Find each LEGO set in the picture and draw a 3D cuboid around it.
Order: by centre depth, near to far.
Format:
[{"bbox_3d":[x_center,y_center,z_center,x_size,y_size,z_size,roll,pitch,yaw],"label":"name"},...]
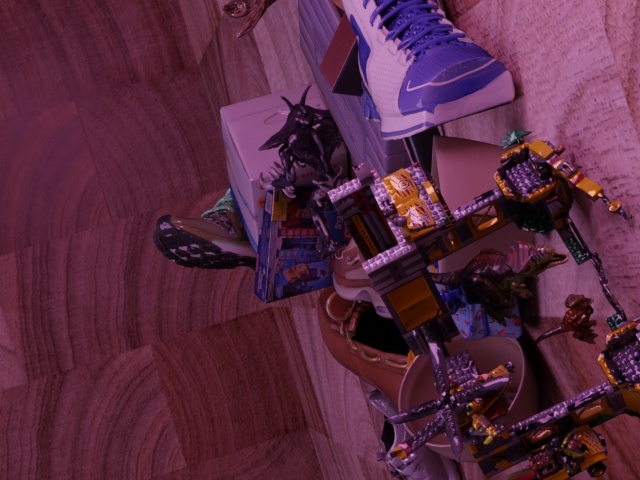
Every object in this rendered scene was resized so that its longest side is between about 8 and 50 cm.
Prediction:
[{"bbox_3d":[0.152,0.033,1.227,0.192,0.255,0.331,58,-166,-54],"label":"LEGO set"}]

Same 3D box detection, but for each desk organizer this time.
[{"bbox_3d":[0.047,-0.245,1.767,0.130,0.047,0.050,-63,38,33],"label":"desk organizer"}]

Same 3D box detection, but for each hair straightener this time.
[{"bbox_3d":[0.140,-0.070,1.717,0.089,0.047,0.230,-170,63,-79],"label":"hair straightener"}]

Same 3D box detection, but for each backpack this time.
[{"bbox_3d":[0.160,0.033,1.591,0.158,0.117,0.173,-119,13,-54],"label":"backpack"}]

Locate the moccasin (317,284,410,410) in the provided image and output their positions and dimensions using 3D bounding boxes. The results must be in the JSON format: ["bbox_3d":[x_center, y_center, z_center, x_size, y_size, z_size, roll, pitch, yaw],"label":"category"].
[{"bbox_3d":[0.089,0.136,2.090,0.380,0.139,0.147,-129,25,-65],"label":"moccasin"}]

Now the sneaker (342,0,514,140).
[{"bbox_3d":[0.088,-0.216,1.525,0.315,0.127,0.182,-138,30,-75],"label":"sneaker"}]

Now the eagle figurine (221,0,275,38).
[{"bbox_3d":[-0.112,-0.478,2.060,0.226,0.225,0.298,-104,-10,-65],"label":"eagle figurine"}]

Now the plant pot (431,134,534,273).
[{"bbox_3d":[0.165,-0.035,1.452,0.109,0.096,0.109,88,178,-55],"label":"plant pot"}]

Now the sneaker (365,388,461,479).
[{"bbox_3d":[0.140,0.331,2.208,0.105,0.115,0.281,-143,37,-74],"label":"sneaker"}]

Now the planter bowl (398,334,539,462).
[{"bbox_3d":[0.187,0.190,1.657,0.109,0.162,0.162,45,-170,-39],"label":"planter bowl"}]

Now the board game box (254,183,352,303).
[{"bbox_3d":[0.000,0.000,2.303,0.060,0.194,0.194,-143,56,-64],"label":"board game box"}]

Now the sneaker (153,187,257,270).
[{"bbox_3d":[-0.146,-0.043,2.588,0.158,0.410,0.182,-10,80,38],"label":"sneaker"}]

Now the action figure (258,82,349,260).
[{"bbox_3d":[-0.010,-0.111,2.172,0.141,0.164,0.275,27,141,61],"label":"action figure"}]

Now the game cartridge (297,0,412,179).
[{"bbox_3d":[0.049,-0.222,1.947,0.230,0.068,0.355,80,168,-56],"label":"game cartridge"}]

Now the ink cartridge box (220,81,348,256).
[{"bbox_3d":[-0.056,-0.111,2.382,0.232,0.171,0.168,85,164,-54],"label":"ink cartridge box"}]

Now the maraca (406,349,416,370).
[{"bbox_3d":[0.171,0.144,1.789,0.185,0.099,0.127,-52,53,46],"label":"maraca"}]

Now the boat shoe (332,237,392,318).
[{"bbox_3d":[0.094,0.025,1.985,0.324,0.123,0.116,-161,62,-70],"label":"boat shoe"}]

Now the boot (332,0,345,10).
[{"bbox_3d":[0.016,-0.417,1.718,0.211,0.104,0.295,-132,31,-80],"label":"boot"}]

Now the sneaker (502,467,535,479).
[{"bbox_3d":[0.198,0.316,1.633,0.081,0.208,0.094,54,156,4],"label":"sneaker"}]
